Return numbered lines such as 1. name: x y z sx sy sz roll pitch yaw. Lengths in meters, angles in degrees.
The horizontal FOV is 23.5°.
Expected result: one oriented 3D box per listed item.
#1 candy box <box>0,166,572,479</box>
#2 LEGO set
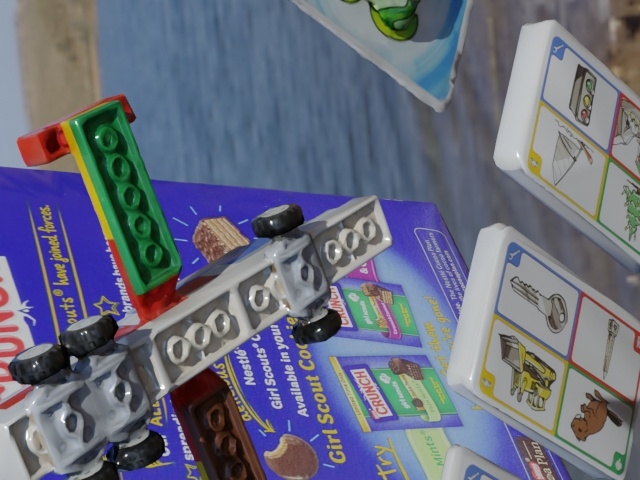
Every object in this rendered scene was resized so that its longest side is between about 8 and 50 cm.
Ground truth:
1. candy box: -0.056 0.092 0.796 0.268 0.317 0.122 -111 36 -44
2. LEGO set: 0.000 0.000 0.396 0.060 0.244 0.182 -7 61 44
